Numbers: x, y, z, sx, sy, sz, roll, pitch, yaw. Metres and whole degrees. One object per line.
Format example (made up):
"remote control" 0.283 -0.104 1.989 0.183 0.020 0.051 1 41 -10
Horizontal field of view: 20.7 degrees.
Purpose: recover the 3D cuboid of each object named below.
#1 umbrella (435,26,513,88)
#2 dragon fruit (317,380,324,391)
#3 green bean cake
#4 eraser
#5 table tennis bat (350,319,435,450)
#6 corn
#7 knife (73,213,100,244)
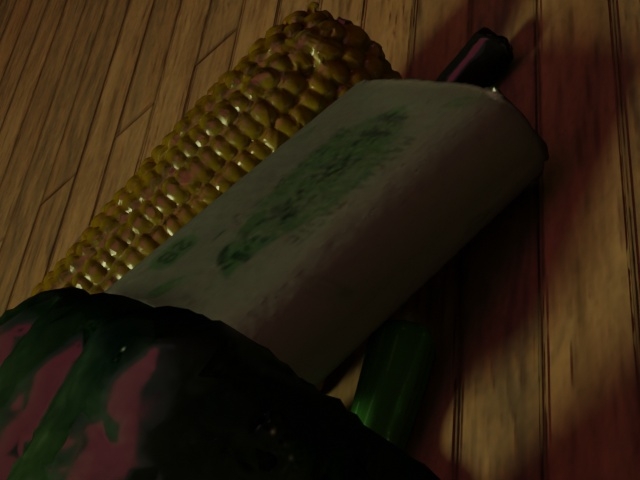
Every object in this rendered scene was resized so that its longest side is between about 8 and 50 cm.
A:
"umbrella" 0.077 -0.085 1.156 0.133 0.031 0.036 -49 -3 9
"dragon fruit" -0.045 0.074 1.095 0.126 0.068 0.112 -37 27 -20
"green bean cake" -0.044 0.151 0.683 0.169 0.300 0.308 -58 29 -11
"eraser" 0.000 0.000 1.019 0.227 0.081 0.174 -41 26 -24
"table tennis bat" 0.016 0.153 0.929 0.160 0.039 0.257 -22 40 46
"corn" -0.091 0.015 1.196 0.387 0.144 0.144 -49 23 -4
"knife" -0.201 0.100 1.404 0.132 0.038 0.398 -36 27 29
